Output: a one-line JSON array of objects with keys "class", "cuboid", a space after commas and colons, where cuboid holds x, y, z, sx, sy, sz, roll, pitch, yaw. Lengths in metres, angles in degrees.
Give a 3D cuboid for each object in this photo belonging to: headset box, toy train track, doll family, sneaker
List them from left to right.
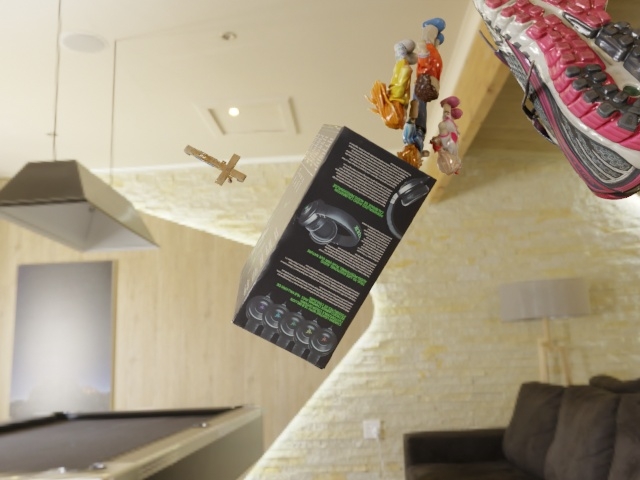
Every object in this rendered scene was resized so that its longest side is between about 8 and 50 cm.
[{"class": "toy train track", "cuboid": [-0.130, -0.093, 0.779, 0.083, 0.048, 0.014, 28, -25, 3]}, {"class": "headset box", "cuboid": [0.000, 0.000, 0.836, 0.131, 0.283, 0.246, 29, 6, -9]}, {"class": "doll family", "cuboid": [0.143, -0.193, 0.967, 0.119, 0.163, 0.263, -2, -33, 23]}, {"class": "sneaker", "cuboid": [0.216, -0.168, 0.587, 0.121, 0.299, 0.112, -13, -35, -3]}]
